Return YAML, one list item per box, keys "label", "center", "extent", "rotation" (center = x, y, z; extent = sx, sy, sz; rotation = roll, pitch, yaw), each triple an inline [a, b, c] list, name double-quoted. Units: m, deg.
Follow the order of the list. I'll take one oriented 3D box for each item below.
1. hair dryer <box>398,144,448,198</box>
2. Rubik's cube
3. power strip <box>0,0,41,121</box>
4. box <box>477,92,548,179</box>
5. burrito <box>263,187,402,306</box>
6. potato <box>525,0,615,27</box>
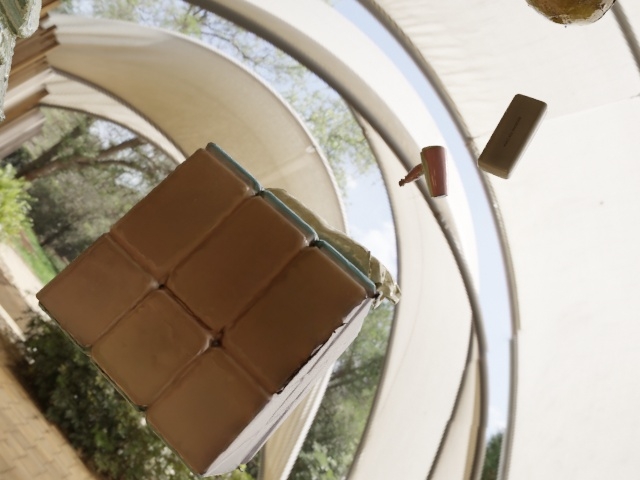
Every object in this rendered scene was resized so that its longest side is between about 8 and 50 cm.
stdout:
- label: "hair dryer"
  center: [0.215, -0.135, 1.243]
  extent: [0.154, 0.053, 0.106]
  rotation: [171, -85, -67]
- label: "Rubik's cube"
  center: [-0.100, 0.083, 0.611]
  extent: [0.224, 0.221, 0.231]
  rotation: [41, -16, 13]
- label: "power strip"
  center: [-0.222, -0.200, 0.399]
  extent: [0.213, 0.064, 0.199]
  rotation: [149, -56, -75]
- label: "box"
  center: [0.534, -0.290, 1.631]
  extent: [0.103, 0.244, 0.055]
  rotation: [27, -11, 23]
- label: "burrito"
  center: [0.000, 0.000, 0.778]
  extent: [0.275, 0.059, 0.082]
  rotation: [36, 5, 41]
- label: "potato"
  center: [0.453, -0.557, 1.123]
  extent: [0.239, 0.115, 0.299]
  rotation: [35, -43, 53]
